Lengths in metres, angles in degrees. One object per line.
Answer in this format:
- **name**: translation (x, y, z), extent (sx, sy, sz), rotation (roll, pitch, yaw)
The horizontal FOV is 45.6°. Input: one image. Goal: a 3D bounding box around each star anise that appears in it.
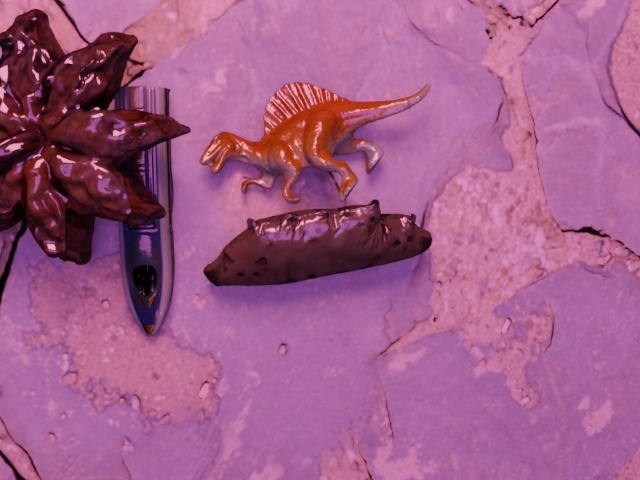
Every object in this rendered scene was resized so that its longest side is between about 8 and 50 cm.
- **star anise**: translation (-0.250, -0.083, 0.680), extent (0.236, 0.109, 0.223), rotation (-30, 100, 14)

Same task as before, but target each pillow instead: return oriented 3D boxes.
- **pillow**: translation (-0.001, 0.000, 0.771), extent (0.241, 0.051, 0.093), rotation (-8, 135, -6)

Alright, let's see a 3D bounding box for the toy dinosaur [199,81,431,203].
- **toy dinosaur**: translation (-0.004, -0.113, 0.777), extent (0.142, 0.057, 0.212), rotation (40, 78, 4)

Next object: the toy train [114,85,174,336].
- **toy train**: translation (-0.172, -0.024, 0.751), extent (0.055, 0.048, 0.252), rotation (-2, 98, -8)
